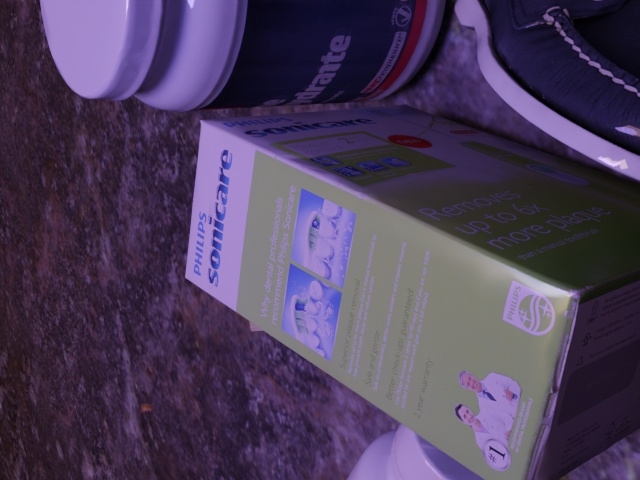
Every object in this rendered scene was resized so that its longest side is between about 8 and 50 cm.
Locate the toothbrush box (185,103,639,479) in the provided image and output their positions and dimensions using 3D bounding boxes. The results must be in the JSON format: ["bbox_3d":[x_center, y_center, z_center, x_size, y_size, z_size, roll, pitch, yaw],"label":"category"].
[{"bbox_3d":[0.081,0.009,0.553,0.283,0.206,0.122,27,118,41],"label":"toothbrush box"}]

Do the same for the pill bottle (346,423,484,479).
[{"bbox_3d":[0.077,0.227,0.702,0.131,0.131,0.229,54,137,33],"label":"pill bottle"}]

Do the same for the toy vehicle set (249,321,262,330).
[{"bbox_3d":[0.000,0.000,0.841,0.267,0.035,0.166,-12,88,55],"label":"toy vehicle set"}]

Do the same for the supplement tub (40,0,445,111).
[{"bbox_3d":[-0.057,-0.198,0.671,0.191,0.272,0.191,17,112,52],"label":"supplement tub"}]

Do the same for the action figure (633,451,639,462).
[{"bbox_3d":[0.162,0.153,0.382,0.276,0.164,0.141,-8,108,32],"label":"action figure"}]

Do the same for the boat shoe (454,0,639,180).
[{"bbox_3d":[0.144,-0.122,0.470,0.302,0.114,0.091,-105,37,-57],"label":"boat shoe"}]
